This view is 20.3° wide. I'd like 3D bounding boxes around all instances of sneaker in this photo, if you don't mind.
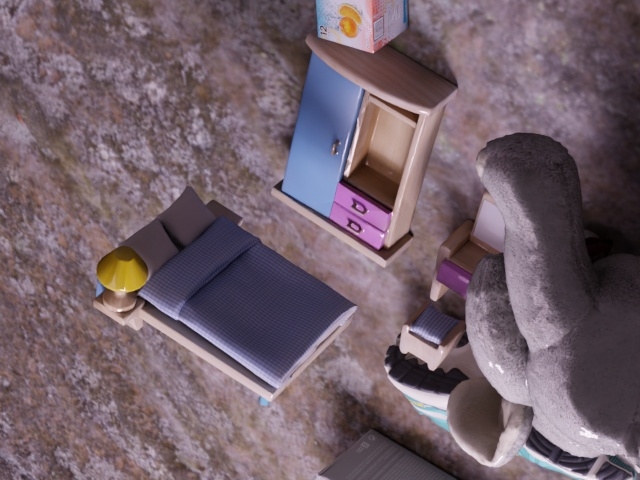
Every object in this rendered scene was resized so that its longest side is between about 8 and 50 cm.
[{"bbox_3d":[0.187,0.159,1.674,0.275,0.107,0.110,23,153,34],"label":"sneaker"}]

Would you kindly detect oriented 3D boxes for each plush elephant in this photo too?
[{"bbox_3d":[0.235,0.085,1.468,0.255,0.272,0.330,-178,89,-82],"label":"plush elephant"}]

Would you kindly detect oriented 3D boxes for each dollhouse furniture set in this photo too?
[{"bbox_3d":[0.000,0.000,1.540,0.286,0.303,0.198,33,138,19],"label":"dollhouse furniture set"}]

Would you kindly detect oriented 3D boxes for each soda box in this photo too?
[{"bbox_3d":[0.033,-0.253,1.505,0.063,0.058,0.183,21,131,30],"label":"soda box"}]

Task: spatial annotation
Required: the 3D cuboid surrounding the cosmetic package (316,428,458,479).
[{"bbox_3d":[0.113,0.313,1.833,0.238,0.107,0.127,30,133,26],"label":"cosmetic package"}]
